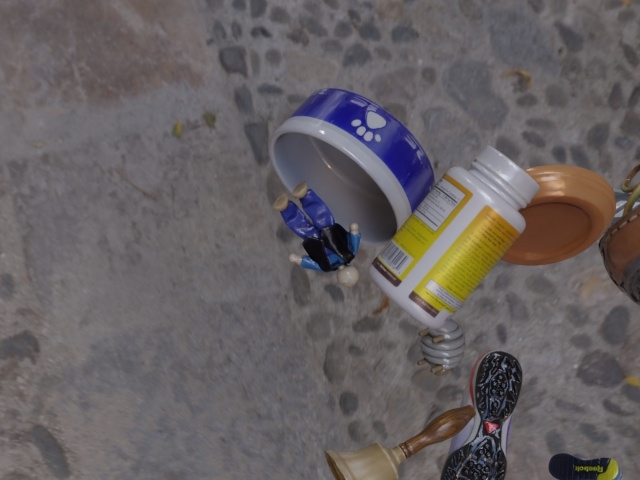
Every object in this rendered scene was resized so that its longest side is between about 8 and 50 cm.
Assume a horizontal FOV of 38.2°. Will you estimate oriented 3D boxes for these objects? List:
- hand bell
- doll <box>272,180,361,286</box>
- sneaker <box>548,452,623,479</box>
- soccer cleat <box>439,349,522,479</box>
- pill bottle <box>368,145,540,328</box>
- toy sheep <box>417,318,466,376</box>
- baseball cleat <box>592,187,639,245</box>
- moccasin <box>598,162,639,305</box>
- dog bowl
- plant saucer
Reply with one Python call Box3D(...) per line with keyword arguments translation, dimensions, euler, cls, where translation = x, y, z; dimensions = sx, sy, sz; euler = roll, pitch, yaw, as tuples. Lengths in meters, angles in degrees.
Box3D(translation=(0.139, 0.326, 1.459), dimensions=(0.242, 0.126, 0.126), euler=(-29, 75, -13), cls="hand bell")
Box3D(translation=(0.000, 0.000, 1.489), dimensions=(0.129, 0.046, 0.189), euler=(-32, 111, 16), cls="doll")
Box3D(translation=(0.491, 0.427, 1.709), dimensions=(0.144, 0.059, 0.053), euler=(-3, 66, 43), cls="sneaker")
Box3D(translation=(0.289, 0.355, 1.683), dimensions=(0.108, 0.116, 0.318), euler=(16, 85, 2), cls="soccer cleat")
Box3D(translation=(0.165, -0.006, 1.117), dimensions=(0.117, 0.117, 0.215), euler=(41, 96, 11), cls="pill bottle")
Box3D(translation=(0.215, 0.181, 1.638), dimensions=(0.091, 0.091, 0.132), euler=(4, 115, 2), cls="toy sheep")
Box3D(translation=(0.437, -0.031, 1.372), dimensions=(0.205, 0.072, 0.110), euler=(15, 87, 17), cls="baseball cleat")
Box3D(translation=(0.333, -0.042, 0.776), dimensions=(0.380, 0.139, 0.147), euler=(-19, 76, -43), cls="moccasin")
Box3D(translation=(0.050, -0.115, 1.497), dimensions=(0.264, 0.265, 0.104), euler=(36, 67, 10), cls="dog bowl")
Box3D(translation=(0.300, -0.024, 1.249), dimensions=(0.199, 0.200, 0.037), euler=(-2, 54, 0), cls="plant saucer")
